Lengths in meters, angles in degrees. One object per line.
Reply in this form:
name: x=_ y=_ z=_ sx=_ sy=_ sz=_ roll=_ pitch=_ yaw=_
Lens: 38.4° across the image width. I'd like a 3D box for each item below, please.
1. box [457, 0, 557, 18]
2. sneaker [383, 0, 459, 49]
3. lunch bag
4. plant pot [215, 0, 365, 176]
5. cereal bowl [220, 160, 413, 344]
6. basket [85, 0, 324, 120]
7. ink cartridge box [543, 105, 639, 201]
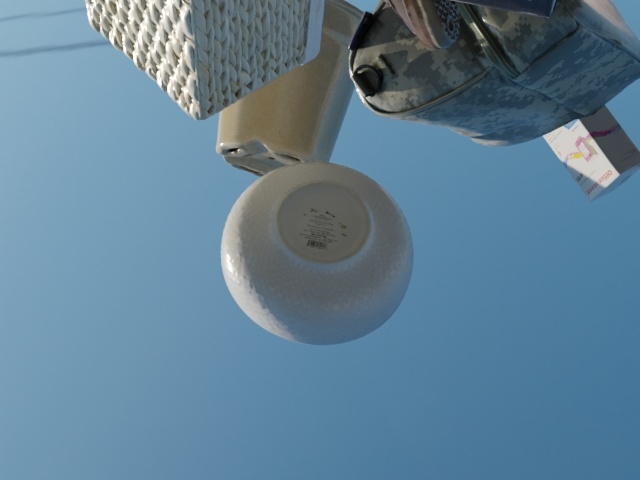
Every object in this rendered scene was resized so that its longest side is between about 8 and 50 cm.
box: x=0.047 y=-0.246 z=0.555 sx=0.231 sy=0.183 sz=0.056 roll=13 pitch=-138 yaw=11
sneaker: x=0.051 y=-0.235 z=0.751 sx=0.071 sy=0.188 sz=0.066 roll=-23 pitch=177 yaw=31
lunch bag: x=0.204 y=-0.229 z=1.100 sx=0.305 sy=0.256 sz=0.212 roll=5 pitch=-129 yaw=-54
plant pot: x=-0.070 y=-0.292 z=1.826 sx=0.334 sy=0.334 sz=0.305 roll=8 pitch=-103 yaw=15
cereal bowl: x=0.000 y=0.000 z=1.570 sx=0.339 sy=0.141 sz=0.339 roll=3 pitch=-119 yaw=-6
basket: x=-0.189 y=-0.422 z=1.408 sx=0.266 sy=0.331 sz=0.328 roll=-37 pitch=-115 yaw=-24
ink cartridge box: x=0.370 y=-0.127 z=1.248 sx=0.052 sy=0.088 sz=0.122 roll=-28 pitch=-105 yaw=-20
